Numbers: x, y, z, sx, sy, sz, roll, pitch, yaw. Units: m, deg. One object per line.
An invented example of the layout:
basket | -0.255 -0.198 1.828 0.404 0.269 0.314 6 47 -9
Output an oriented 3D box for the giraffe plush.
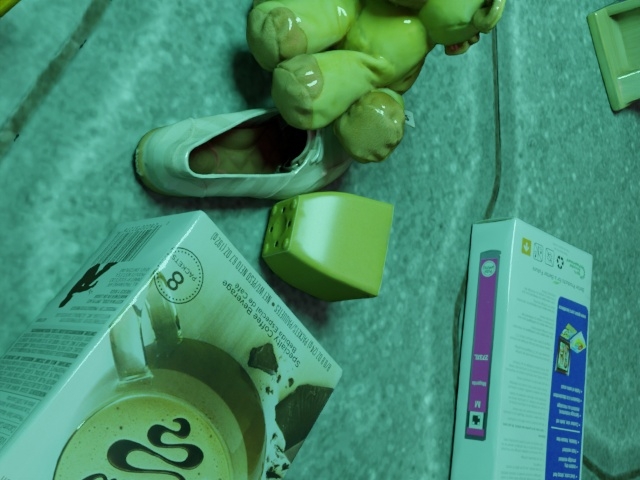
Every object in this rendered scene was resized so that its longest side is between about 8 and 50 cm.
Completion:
giraffe plush | 0.067 -0.177 0.601 0.210 0.170 0.181 4 56 -46

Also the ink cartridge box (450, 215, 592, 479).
ink cartridge box | 0.227 0.173 0.818 0.176 0.069 0.371 19 70 -40

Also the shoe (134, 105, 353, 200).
shoe | -0.041 -0.070 0.602 0.219 0.058 0.076 -13 95 -42

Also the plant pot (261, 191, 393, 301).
plant pot | 0.000 0.000 0.622 0.083 0.081 0.081 21 72 -28

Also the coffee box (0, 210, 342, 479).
coffee box | -0.134 0.146 0.453 0.168 0.119 0.297 51 55 -27

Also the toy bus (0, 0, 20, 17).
toy bus | -0.238 -0.210 0.401 0.104 0.202 0.191 -42 125 -3

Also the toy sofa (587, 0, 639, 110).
toy sofa | 0.562 -0.296 0.972 0.177 0.362 0.150 -30 105 -33
